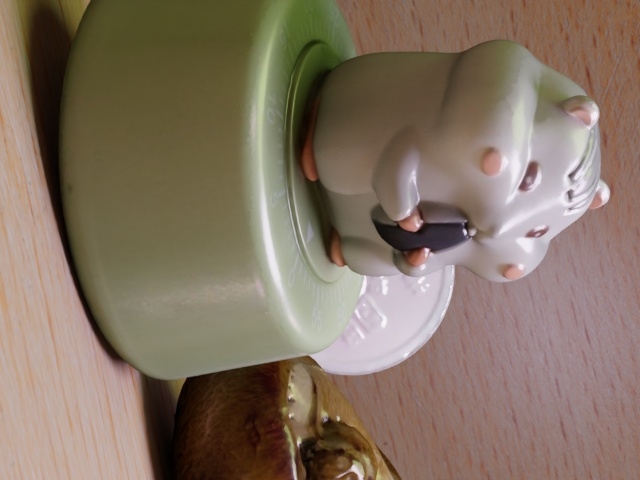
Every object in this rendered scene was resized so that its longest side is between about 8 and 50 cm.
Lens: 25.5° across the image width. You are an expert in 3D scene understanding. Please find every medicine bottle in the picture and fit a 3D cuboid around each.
[{"bbox_3d":[0.000,0.000,1.428,0.379,0.213,0.213,-138,-144,-77],"label":"medicine bottle"}]

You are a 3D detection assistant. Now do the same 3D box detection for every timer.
[{"bbox_3d":[0.029,-0.050,0.937,0.291,0.315,0.290,-1,90,-71],"label":"timer"}]

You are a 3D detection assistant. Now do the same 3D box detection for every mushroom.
[{"bbox_3d":[-0.020,0.189,1.085,0.253,0.153,0.253,55,12,-17],"label":"mushroom"}]
